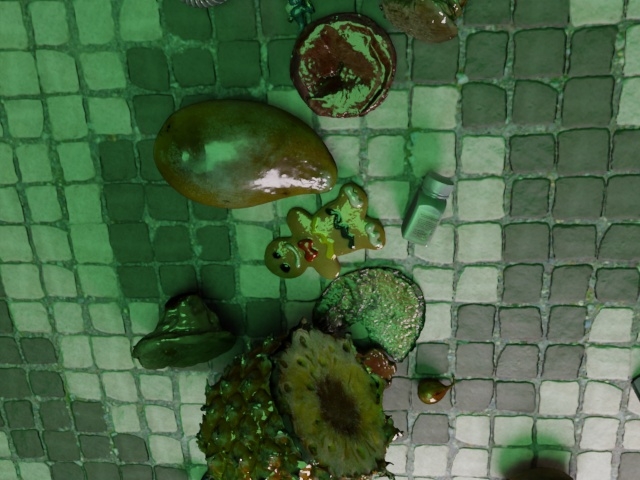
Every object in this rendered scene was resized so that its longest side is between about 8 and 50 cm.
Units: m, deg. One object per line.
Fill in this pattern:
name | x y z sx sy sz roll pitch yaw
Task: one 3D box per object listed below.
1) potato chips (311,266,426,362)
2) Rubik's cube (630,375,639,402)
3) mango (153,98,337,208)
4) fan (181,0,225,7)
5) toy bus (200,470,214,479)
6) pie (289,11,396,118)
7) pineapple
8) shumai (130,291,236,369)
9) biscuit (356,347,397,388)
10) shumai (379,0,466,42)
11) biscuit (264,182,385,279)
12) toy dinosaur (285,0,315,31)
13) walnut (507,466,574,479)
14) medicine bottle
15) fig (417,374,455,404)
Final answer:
potato chips | 0.093 0.143 1.290 0.220 0.029 0.201 2 112 4
Rubik's cube | 0.721 0.311 1.176 0.205 0.207 0.205 43 112 -9
mango | -0.125 -0.142 1.139 0.317 0.146 0.192 7 121 -3
fan | -0.241 -0.468 1.063 0.244 0.074 0.130 30 124 1
toy bus | -0.193 0.568 1.486 0.166 0.047 0.065 23 108 -4
pie | 0.037 -0.289 1.107 0.183 0.049 0.182 3 117 6
pineapple | -0.050 0.341 1.214 0.352 0.352 0.300 40 128 -9
shumai | -0.271 0.172 1.297 0.201 0.201 0.120 -21 66 15
biscuit | 0.088 0.250 1.323 0.130 0.019 0.119 -1 128 19
shumai | 0.173 -0.378 1.026 0.146 0.145 0.116 31 88 -6
biscuit | 0.000 0.001 1.238 0.240 0.035 0.158 -30 103 17
toy dinosaur | -0.040 -0.386 1.087 0.047 0.030 0.083 -22 107 16
walnut | 0.444 0.526 1.339 0.162 0.140 0.140 -23 108 0
medicine bottle | 0.187 -0.057 1.167 0.055 0.074 0.117 21 112 -1
fig | 0.233 0.295 1.324 0.083 0.050 0.050 -24 108 -4
